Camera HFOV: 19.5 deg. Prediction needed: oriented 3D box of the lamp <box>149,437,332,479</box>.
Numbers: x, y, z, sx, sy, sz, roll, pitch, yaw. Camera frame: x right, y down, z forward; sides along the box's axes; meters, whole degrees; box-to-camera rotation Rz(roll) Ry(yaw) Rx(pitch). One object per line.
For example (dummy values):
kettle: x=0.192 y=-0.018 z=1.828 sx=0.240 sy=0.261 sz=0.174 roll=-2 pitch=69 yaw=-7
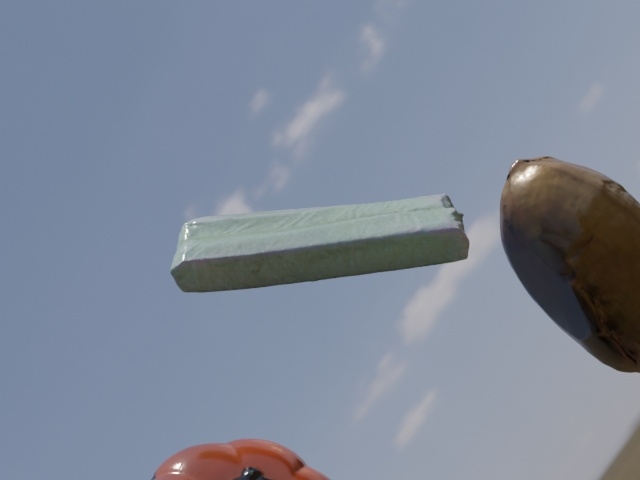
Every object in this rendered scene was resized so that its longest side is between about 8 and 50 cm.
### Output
lamp: x=-0.063 y=0.244 z=1.366 sx=0.187 sy=0.188 sz=0.164 roll=-43 pitch=-19 yaw=-41

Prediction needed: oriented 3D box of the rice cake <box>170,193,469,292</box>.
rice cake: x=0.001 y=0.000 z=1.400 sx=0.080 sy=0.222 sz=0.042 roll=-82 pitch=-16 yaw=-66

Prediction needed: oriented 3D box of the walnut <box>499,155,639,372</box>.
walnut: x=0.253 y=0.023 z=1.702 sx=0.137 sy=0.245 sz=0.137 roll=-39 pitch=2 yaw=2
